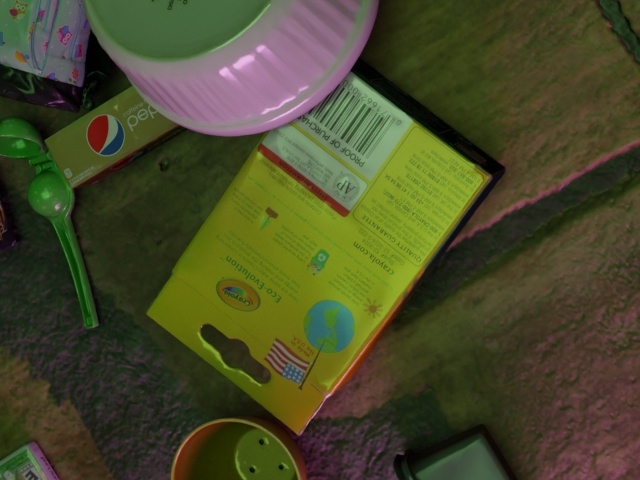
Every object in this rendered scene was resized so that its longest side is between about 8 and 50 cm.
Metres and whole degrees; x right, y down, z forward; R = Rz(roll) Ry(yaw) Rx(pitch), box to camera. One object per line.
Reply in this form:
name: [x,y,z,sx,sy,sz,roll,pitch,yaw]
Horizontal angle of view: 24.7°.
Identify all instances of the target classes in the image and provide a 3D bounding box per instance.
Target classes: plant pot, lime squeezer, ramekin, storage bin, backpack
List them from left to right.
lime squeezer: [-0.293,-0.054,1.469,0.059,0.110,0.310,-23,122,21]
backpack: [-0.280,-0.226,1.426,0.152,0.115,0.182,16,96,24]
ramekin: [-0.091,-0.238,1.315,0.273,0.127,0.272,-6,75,22]
plant pot: [-0.068,0.229,1.444,0.134,0.095,0.134,3,99,17]
storage bin: [0.142,0.244,1.389,0.091,0.098,0.135,-32,88,8]

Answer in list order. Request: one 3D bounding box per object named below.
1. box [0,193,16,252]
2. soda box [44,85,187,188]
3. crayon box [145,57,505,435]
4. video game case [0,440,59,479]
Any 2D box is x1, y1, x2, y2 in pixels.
box: [-0.496,-0.091,1.527,0.296,0.073,0.293,-15,98,23]
soda box: [-0.177,-0.119,1.441,0.181,0.061,0.058,-29,88,19]
crayon box: [0.000,0.000,1.396,0.202,0.081,0.318,39,107,8]
video game case: [-0.339,0.348,1.583,0.212,0.023,0.193,-33,88,19]
